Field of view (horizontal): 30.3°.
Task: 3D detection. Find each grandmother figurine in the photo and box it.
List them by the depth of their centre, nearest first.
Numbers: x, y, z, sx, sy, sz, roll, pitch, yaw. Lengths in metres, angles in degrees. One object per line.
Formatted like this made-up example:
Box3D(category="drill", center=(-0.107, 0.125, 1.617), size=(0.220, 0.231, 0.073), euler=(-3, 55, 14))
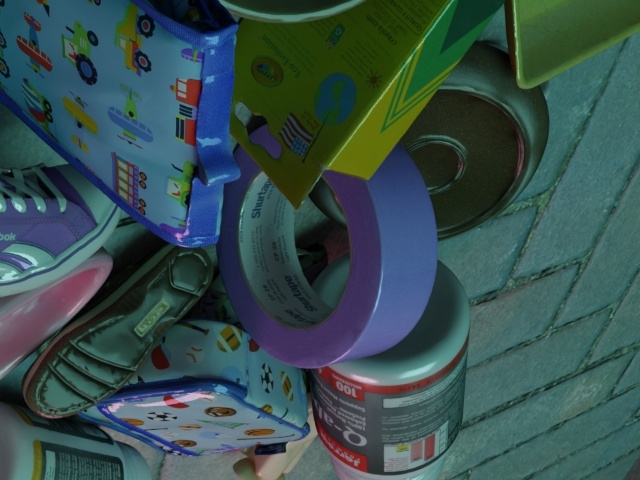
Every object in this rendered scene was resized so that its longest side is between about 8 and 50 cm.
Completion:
Box3D(category="grandmother figurine", center=(0.002, 0.241, 1.818), size=(0.342, 0.104, 0.208), euler=(-51, 176, 12))

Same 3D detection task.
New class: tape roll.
Box3D(category="tape roll", center=(0.000, 0.000, 1.319), size=(0.090, 0.275, 0.275), euler=(-8, 136, -43))

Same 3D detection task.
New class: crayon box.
Box3D(category="crayon box", center=(0.031, -0.207, 1.164), size=(0.081, 0.202, 0.318), euler=(9, 125, -53))

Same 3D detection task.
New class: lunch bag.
Box3D(category="lunch bag", center=(-0.157, -0.142, 0.943), size=(0.138, 0.293, 0.221), euler=(-21, 145, -29))
Box3D(category="lunch bag", center=(-0.158, 0.196, 1.486), size=(0.243, 0.115, 0.303), euler=(-12, 153, 18))

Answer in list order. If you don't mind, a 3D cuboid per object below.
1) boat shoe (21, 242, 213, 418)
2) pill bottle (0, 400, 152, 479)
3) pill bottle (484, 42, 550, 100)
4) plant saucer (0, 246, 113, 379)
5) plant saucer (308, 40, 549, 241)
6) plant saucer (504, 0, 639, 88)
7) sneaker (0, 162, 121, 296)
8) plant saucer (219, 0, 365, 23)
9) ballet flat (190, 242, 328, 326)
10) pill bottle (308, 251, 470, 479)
Box3D(category="boat shoe", center=(-0.235, 0.098, 1.342), size=(0.257, 0.095, 0.095), euler=(-40, 117, -19))
Box3D(category="pill bottle", center=(-0.335, 0.291, 1.433), size=(0.162, 0.162, 0.278), euler=(-45, 149, 7))
Box3D(category="pill bottle", center=(0.197, -0.130, 1.520), size=(0.124, 0.124, 0.221), euler=(-15, 142, -37))
Box3D(category="plant saucer", center=(-0.353, 0.094, 1.137), size=(0.332, 0.084, 0.332), euler=(-40, 178, -2))
Box3D(category="plant saucer", center=(0.128, -0.100, 1.419), size=(0.311, 0.050, 0.310), euler=(-5, 134, -5))
Box3D(category="plant saucer", center=(0.314, -0.381, 1.314), size=(0.333, 0.081, 0.332), euler=(-28, 131, -20))
Box3D(category="sneaker", center=(-0.277, -0.034, 0.960), size=(0.282, 0.102, 0.161), euler=(-27, 145, -37))
Box3D(category="plant saucer", center=(-0.022, -0.322, 1.016), size=(0.278, 0.041, 0.278), euler=(-8, 124, -12))
Box3D(category="ballet flat", center=(-0.076, 0.049, 1.511), size=(0.221, 0.077, 0.079), euler=(-20, 126, -39))
Box3D(category="pill bottle", center=(0.090, 0.193, 1.589), size=(0.210, 0.210, 0.363), euler=(-29, 144, -19))
